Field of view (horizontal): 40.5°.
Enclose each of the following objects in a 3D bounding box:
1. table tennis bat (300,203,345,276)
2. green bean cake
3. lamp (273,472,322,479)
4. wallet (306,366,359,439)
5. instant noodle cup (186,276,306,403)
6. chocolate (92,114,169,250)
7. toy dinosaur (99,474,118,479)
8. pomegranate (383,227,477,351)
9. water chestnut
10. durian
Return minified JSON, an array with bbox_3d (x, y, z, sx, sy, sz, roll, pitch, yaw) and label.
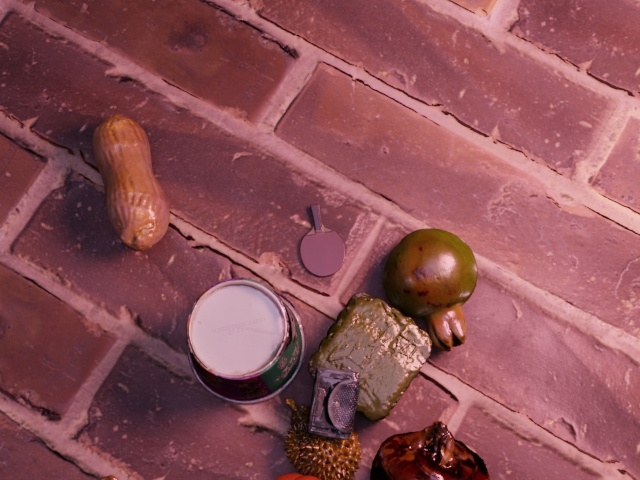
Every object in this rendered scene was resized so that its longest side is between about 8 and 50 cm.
[{"bbox_3d":[0.000,0.000,1.842,0.095,0.014,0.158,-10,77,-1],"label":"table tennis bat"},{"bbox_3d":[0.096,0.232,1.725,0.200,0.113,0.214,36,79,11],"label":"green bean cake"},{"bbox_3d":[-0.039,0.525,1.614,0.187,0.163,0.188,9,107,32],"label":"lamp"},{"bbox_3d":[0.025,0.309,1.645,0.088,0.026,0.129,8,85,7],"label":"wallet"},{"bbox_3d":[-0.152,0.186,1.698,0.251,0.190,0.251,0,74,0],"label":"instant noodle cup"},{"bbox_3d":[-0.396,-0.121,1.820,0.134,0.134,0.309,-16,71,-4],"label":"chocolate"},{"bbox_3d":[-0.340,0.497,1.691,0.161,0.039,0.126,-20,74,-7],"label":"toy dinosaur"},{"bbox_3d":[0.217,0.089,1.743,0.189,0.159,0.241,13,78,6],"label":"pomegranate"},{"bbox_3d":[0.208,0.441,1.609,0.223,0.224,0.238,21,108,6],"label":"water chestnut"},{"bbox_3d":[-0.004,0.387,1.691,0.146,0.102,0.208,-34,73,-3],"label":"durian"}]
